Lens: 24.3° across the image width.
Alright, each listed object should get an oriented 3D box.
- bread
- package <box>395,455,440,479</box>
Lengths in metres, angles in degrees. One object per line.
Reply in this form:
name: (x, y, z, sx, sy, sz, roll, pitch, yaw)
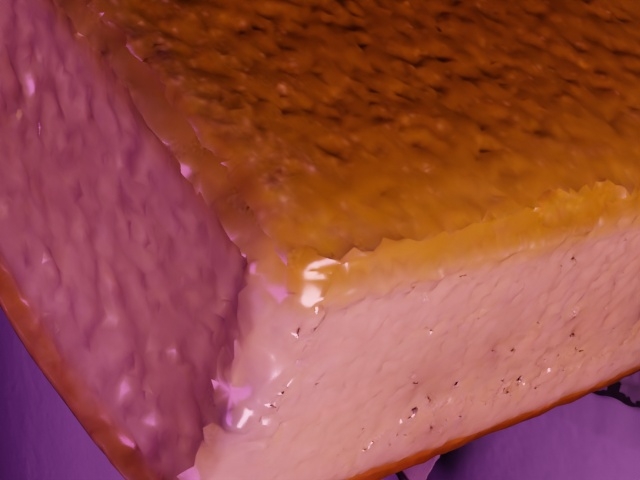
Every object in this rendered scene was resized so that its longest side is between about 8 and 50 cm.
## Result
bread: (0.002, -0.073, 0.614, 0.323, 0.333, 0.143, 50, 133, 27)
package: (0.000, 0.000, 0.809, 0.251, 0.062, 0.204, 43, 141, 17)
